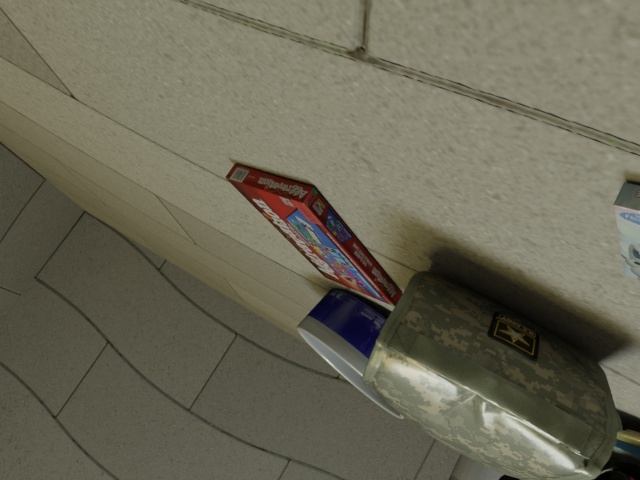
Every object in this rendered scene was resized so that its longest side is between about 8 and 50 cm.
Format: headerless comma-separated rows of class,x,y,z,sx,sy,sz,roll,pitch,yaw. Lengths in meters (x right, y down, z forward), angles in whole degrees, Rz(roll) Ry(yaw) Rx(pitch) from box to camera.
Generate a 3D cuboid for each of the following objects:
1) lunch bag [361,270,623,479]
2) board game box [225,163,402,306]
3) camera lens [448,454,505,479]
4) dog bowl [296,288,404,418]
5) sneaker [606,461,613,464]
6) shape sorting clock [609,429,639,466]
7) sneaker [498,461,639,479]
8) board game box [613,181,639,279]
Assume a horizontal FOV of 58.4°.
lunch bag,0.178,0.157,0.653,0.235,0.168,0.287,29,170,12
board game box,0.000,0.000,0.786,0.145,0.027,0.281,22,163,40
camera lens,0.379,0.500,1.157,0.220,0.274,0.219,28,169,6
dog bowl,0.086,0.216,1.103,0.265,0.104,0.265,39,167,11
sneaker,0.520,0.428,0.944,0.300,0.111,0.121,28,-174,-6
shape sorting clock,0.449,0.299,0.817,0.206,0.040,0.206,26,164,8
sneaker,0.443,0.404,0.730,0.483,0.185,0.202,-9,124,33
board game box,0.225,0.007,0.335,0.090,0.020,0.090,21,163,39
